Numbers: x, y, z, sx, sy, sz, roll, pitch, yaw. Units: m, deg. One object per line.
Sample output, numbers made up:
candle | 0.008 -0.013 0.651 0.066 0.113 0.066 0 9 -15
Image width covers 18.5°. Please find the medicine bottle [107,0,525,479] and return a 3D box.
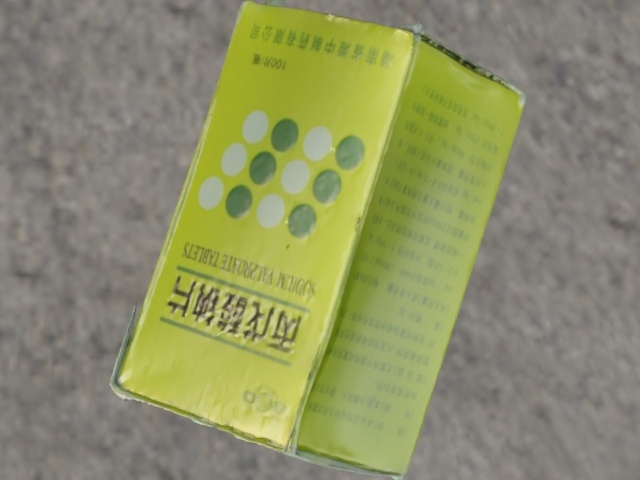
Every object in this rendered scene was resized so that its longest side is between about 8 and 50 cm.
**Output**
medicine bottle | 0.000 0.000 1.124 0.141 0.137 0.250 20 87 -56
